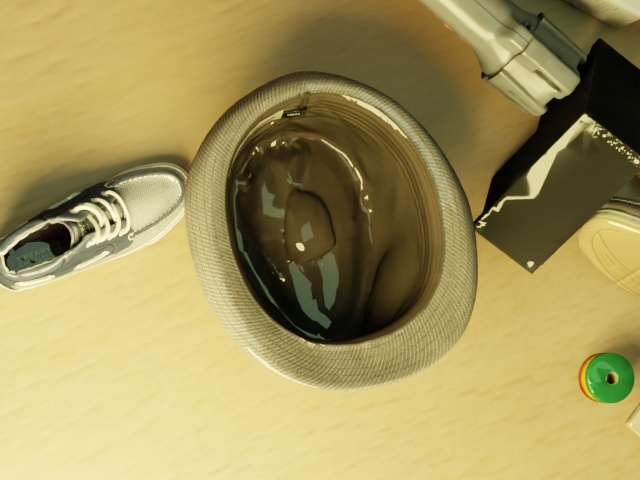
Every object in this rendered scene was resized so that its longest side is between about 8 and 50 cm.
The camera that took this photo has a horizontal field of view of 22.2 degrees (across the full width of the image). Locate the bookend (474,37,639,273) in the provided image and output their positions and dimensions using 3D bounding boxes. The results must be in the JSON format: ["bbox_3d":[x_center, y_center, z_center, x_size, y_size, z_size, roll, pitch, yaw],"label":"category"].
[{"bbox_3d":[0.221,-0.077,1.468,0.072,0.156,0.157,37,122,-9],"label":"bookend"}]

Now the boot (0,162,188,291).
[{"bbox_3d":[-0.186,-0.011,1.362,0.190,0.086,0.069,-30,93,-14],"label":"boot"}]

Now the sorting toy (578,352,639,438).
[{"bbox_3d":[0.368,0.168,1.509,0.274,0.046,0.132,41,77,-7],"label":"sorting toy"}]

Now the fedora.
[{"bbox_3d":[0.000,0.000,1.388,0.243,0.124,0.275,-19,82,-17],"label":"fedora"}]

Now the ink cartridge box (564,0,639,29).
[{"bbox_3d":[0.261,-0.267,1.508,0.180,0.060,0.104,26,79,-11],"label":"ink cartridge box"}]

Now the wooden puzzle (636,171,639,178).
[{"bbox_3d":[0.352,-0.066,1.519,0.116,0.014,0.078,-14,44,-20],"label":"wooden puzzle"}]

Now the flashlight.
[{"bbox_3d":[0.097,-0.233,1.451,0.304,0.103,0.103,39,44,-13],"label":"flashlight"}]

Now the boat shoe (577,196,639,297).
[{"bbox_3d":[0.374,0.017,1.502,0.285,0.103,0.092,20,60,-5],"label":"boat shoe"}]
